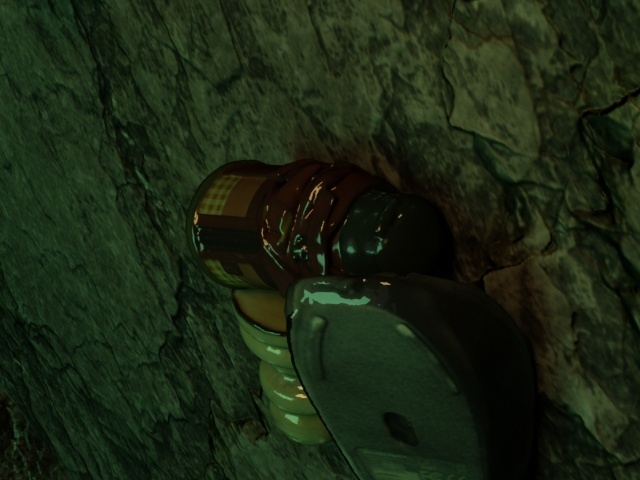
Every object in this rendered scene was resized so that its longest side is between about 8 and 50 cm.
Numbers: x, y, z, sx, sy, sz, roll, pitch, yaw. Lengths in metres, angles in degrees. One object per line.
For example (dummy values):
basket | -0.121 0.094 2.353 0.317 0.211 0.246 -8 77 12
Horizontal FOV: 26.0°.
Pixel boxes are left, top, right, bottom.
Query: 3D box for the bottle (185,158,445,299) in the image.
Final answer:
bottle | 0.000 0.000 1.308 0.271 0.143 0.156 7 149 47

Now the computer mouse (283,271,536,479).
computer mouse | 0.086 0.128 1.252 0.203 0.114 0.374 6 140 24

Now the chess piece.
chess piece | -0.019 0.131 1.499 0.133 0.133 0.243 40 151 35
